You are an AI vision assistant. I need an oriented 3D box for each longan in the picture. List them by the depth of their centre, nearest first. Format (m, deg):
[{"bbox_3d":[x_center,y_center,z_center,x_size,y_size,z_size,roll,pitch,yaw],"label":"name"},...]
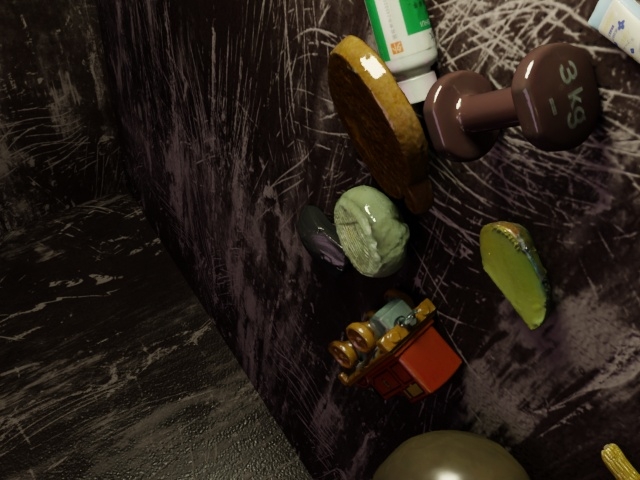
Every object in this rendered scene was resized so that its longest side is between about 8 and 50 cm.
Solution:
[{"bbox_3d":[0.283,0.587,1.330,0.404,0.336,0.404,9,118,18],"label":"longan"}]

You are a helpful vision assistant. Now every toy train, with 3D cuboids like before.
[{"bbox_3d":[0.167,0.253,1.445,0.231,0.163,0.369,50,152,10],"label":"toy train"}]

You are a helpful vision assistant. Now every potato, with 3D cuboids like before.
[{"bbox_3d":[0.330,0.050,1.054,0.198,0.054,0.119,61,155,-3],"label":"potato"}]

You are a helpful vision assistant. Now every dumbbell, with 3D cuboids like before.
[{"bbox_3d":[0.256,-0.183,0.890,0.225,0.124,0.140,6,119,61],"label":"dumbbell"}]

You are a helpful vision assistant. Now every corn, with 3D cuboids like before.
[{"bbox_3d":[0.498,0.378,1.054,0.092,0.037,0.037,52,153,17],"label":"corn"}]

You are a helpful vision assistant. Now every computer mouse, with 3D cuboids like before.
[{"bbox_3d":[0.000,0.000,1.623,0.217,0.073,0.122,47,150,30],"label":"computer mouse"}]

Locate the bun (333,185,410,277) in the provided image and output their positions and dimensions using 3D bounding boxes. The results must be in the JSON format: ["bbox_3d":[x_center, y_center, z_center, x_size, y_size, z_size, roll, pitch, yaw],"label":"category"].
[{"bbox_3d":[0.115,-0.021,1.327,0.195,0.118,0.195,50,152,41],"label":"bun"}]

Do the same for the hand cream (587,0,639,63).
[{"bbox_3d":[0.372,-0.221,0.725,0.170,0.043,0.065,54,157,25],"label":"hand cream"}]

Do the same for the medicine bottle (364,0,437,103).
[{"bbox_3d":[0.125,-0.350,1.024,0.095,0.095,0.260,13,123,59],"label":"medicine bottle"}]

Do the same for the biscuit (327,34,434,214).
[{"bbox_3d":[0.113,-0.191,1.128,0.314,0.063,0.367,57,176,5],"label":"biscuit"}]
